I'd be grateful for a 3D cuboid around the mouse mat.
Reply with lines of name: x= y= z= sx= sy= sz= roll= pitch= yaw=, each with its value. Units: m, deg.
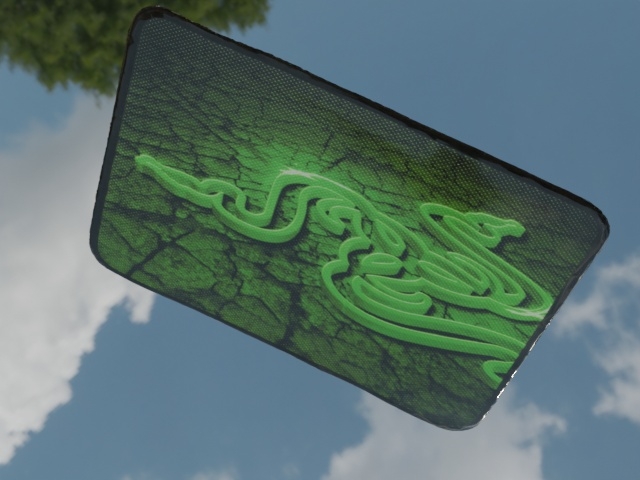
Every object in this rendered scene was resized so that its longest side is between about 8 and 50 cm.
mouse mat: x=0.000 y=0.000 z=0.476 sx=0.189 sy=0.153 sz=0.007 roll=24 pitch=-133 yaw=2
